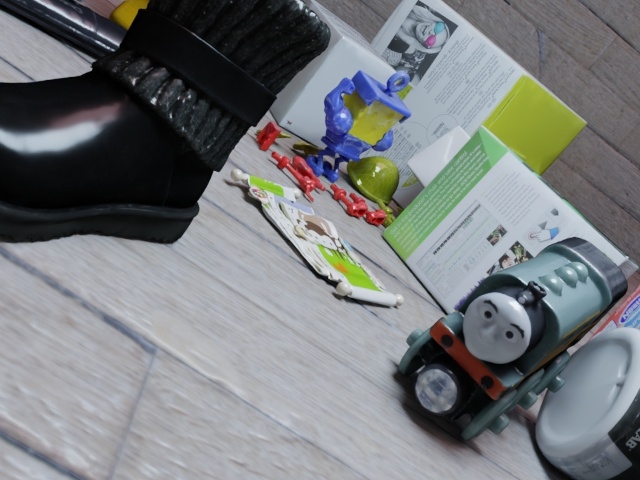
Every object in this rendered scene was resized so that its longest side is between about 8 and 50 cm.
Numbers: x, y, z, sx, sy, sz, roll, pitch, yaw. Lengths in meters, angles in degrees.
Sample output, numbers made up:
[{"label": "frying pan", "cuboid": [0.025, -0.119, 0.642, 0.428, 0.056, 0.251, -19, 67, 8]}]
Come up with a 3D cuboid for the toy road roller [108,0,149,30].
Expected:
[{"label": "toy road roller", "cuboid": [-0.197, -0.329, 1.262, 0.202, 0.241, 0.329, 39, -20, 2]}]

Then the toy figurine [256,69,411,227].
[{"label": "toy figurine", "cuboid": [0.096, -0.165, 1.329, 0.362, 0.217, 0.191, 16, 28, -50]}]

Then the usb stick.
[{"label": "usb stick", "cuboid": [-0.350, -0.296, 1.037, 0.278, 0.045, 0.077, 25, 26, -39]}]

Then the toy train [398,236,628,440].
[{"label": "toy train", "cuboid": [0.223, 0.097, 0.921, 0.142, 0.190, 0.333, 46, 28, 22]}]

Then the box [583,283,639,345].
[{"label": "box", "cuboid": [0.499, 0.164, 1.182, 0.142, 0.300, 0.154, 34, 16, -8]}]

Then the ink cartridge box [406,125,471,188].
[{"label": "ink cartridge box", "cuboid": [0.311, -0.011, 1.459, 0.353, 0.119, 0.207, 49, 8, -38]}]

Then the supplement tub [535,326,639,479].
[{"label": "supplement tub", "cuboid": [0.433, 0.264, 0.978, 0.316, 0.194, 0.194, 37, 17, -8]}]

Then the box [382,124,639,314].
[{"label": "box", "cuboid": [0.258, 0.012, 1.187, 0.058, 0.232, 0.322, 26, 22, -49]}]

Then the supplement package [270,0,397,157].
[{"label": "supplement package", "cuboid": [0.005, -0.302, 1.524, 0.149, 0.194, 0.203, 26, 22, -34]}]

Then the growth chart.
[{"label": "growth chart", "cuboid": [0.000, 0.000, 1.050, 0.237, 0.021, 0.172, 47, 18, 22]}]

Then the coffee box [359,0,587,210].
[{"label": "coffee box", "cuboid": [0.271, -0.248, 1.692, 0.337, 0.338, 0.334, 15, 30, -52]}]

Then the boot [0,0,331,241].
[{"label": "boot", "cuboid": [-0.157, -0.137, 0.661, 0.131, 0.260, 0.348, 45, 18, 20]}]
